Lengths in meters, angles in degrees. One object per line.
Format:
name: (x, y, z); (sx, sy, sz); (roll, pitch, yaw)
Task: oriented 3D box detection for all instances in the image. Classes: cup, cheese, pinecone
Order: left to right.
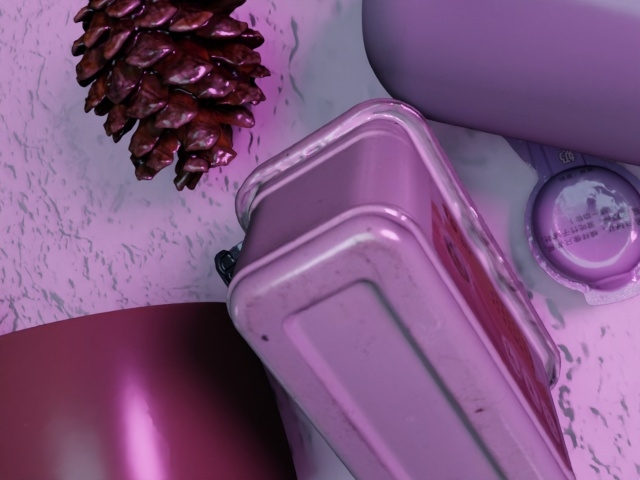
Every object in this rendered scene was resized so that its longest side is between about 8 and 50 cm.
pinecone: (-0.136, -0.159, 0.583); (0.184, 0.179, 0.205); (-22, 89, 59)
cheese: (0.222, -0.039, 0.520); (0.105, 0.042, 0.191); (-18, 77, 18)
cup: (0.199, -0.166, 0.434); (0.312, 0.205, 0.206); (18, 98, 25)

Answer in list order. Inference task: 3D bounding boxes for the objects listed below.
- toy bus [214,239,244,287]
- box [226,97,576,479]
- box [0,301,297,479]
toy bus: (0.000, 0.000, 0.582); (0.194, 0.089, 0.087); (-34, 88, 18)
box: (0.064, 0.075, 0.452); (0.175, 0.182, 0.312); (-28, 109, 18)
box: (-0.180, 0.181, 0.556); (0.301, 0.301, 0.216); (-16, 82, 21)
